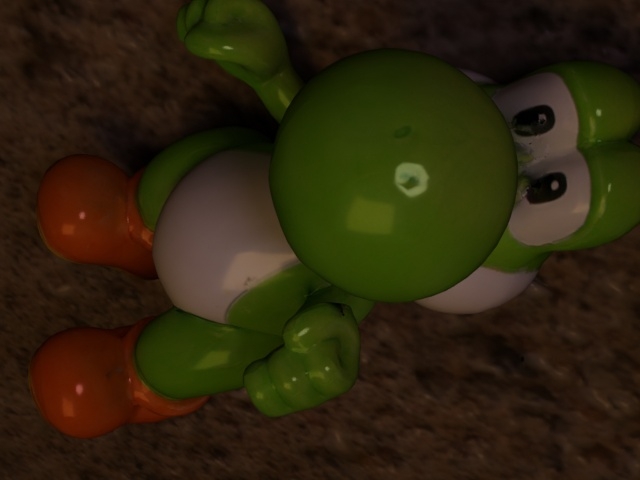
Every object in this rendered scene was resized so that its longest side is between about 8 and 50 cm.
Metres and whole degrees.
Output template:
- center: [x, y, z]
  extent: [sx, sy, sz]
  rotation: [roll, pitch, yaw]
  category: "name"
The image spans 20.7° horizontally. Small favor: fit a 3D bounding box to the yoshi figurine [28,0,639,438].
- center: [-0.019, -0.012, 0.853]
  extent: [0.362, 0.203, 0.204]
  rotation: [-18, 114, 40]
  category: "yoshi figurine"
